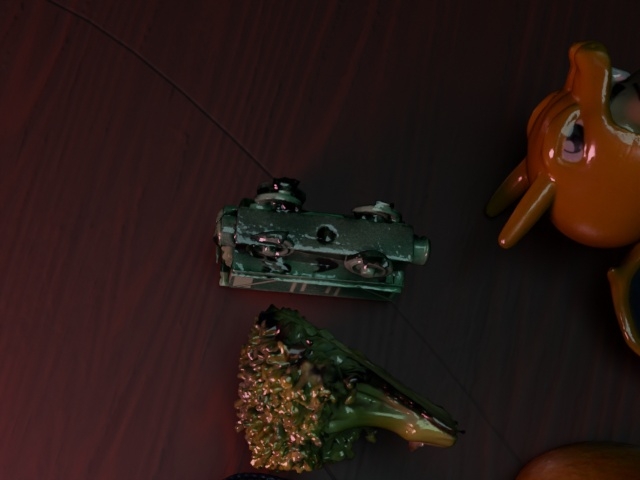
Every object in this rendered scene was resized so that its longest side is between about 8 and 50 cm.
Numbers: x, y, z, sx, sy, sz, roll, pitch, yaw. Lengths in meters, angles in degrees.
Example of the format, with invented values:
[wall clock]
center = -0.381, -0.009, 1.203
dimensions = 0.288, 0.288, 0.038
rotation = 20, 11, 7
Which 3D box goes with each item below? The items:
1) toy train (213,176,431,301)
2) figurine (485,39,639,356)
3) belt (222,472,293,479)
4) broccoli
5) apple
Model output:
[toy train]
center = 0.000, 0.000, 1.203
dimensions = 0.269, 0.154, 0.115
rotation = 5, 74, -8
[figurine]
center = 0.439, -0.048, 1.239
dimensions = 0.387, 0.268, 0.401
rotation = 20, 76, -6
[belt]
center = -0.044, 0.364, 1.096
dimensions = 0.230, 0.126, 0.140
rotation = 23, 40, -11
[broccoli]
center = 0.006, 0.213, 1.117
dimensions = 0.273, 0.242, 0.180
rotation = 34, 93, 8
[apple]
center = 0.404, 0.358, 1.170
dimensions = 0.346, 0.179, 0.254
rotation = 16, 34, -6
